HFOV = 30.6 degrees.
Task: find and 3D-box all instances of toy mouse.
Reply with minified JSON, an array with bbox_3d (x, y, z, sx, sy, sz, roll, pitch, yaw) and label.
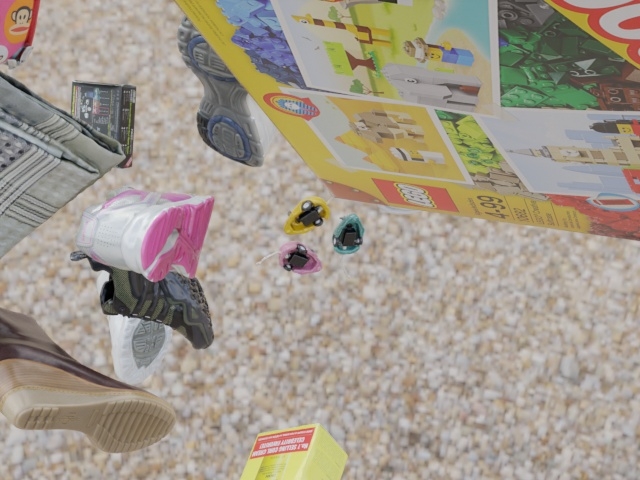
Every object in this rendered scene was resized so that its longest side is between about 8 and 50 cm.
[{"bbox_3d":[0.000,0.000,1.497,0.161,0.143,0.031,-35,42,11],"label":"toy mouse"}]

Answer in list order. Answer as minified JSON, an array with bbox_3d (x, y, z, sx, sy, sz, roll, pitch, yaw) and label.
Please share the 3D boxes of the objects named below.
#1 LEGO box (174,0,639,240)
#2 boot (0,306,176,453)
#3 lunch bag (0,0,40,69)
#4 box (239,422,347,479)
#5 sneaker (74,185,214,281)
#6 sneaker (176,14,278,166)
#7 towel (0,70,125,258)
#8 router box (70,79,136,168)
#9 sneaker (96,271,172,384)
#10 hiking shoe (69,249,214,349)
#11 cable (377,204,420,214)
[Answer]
[{"bbox_3d":[0.131,-0.173,0.810,0.373,0.500,0.193,9,75,20],"label":"LEGO box"},{"bbox_3d":[-0.306,0.154,1.409,0.248,0.090,0.207,18,22,-45],"label":"boot"},{"bbox_3d":[-0.513,-0.346,1.566,0.293,0.258,0.120,21,21,22],"label":"lunch bag"},{"bbox_3d":[-0.050,0.286,1.117,0.087,0.058,0.232,-15,35,34],"label":"box"},{"bbox_3d":[-0.195,-0.016,1.320,0.111,0.103,0.252,15,2,10],"label":"sneaker"},{"bbox_3d":[-0.083,-0.211,1.319,0.111,0.297,0.129,26,62,10],"label":"sneaker"},{"bbox_3d":[-0.429,-0.073,1.285,0.312,0.324,0.056,33,31,-38],"label":"towel"},{"bbox_3d":[-0.318,-0.169,1.704,0.092,0.122,0.038,9,8,26],"label":"router box"},{"bbox_3d":[-0.288,0.099,1.764,0.090,0.232,0.115,7,-6,-44],"label":"sneaker"},{"bbox_3d":[-0.226,0.068,1.525,0.114,0.227,0.086,-29,31,7],"label":"hiking shoe"},{"bbox_3d":[0.173,-0.139,1.579,0.257,0.257,0.089,-17,64,-26],"label":"cable"}]
